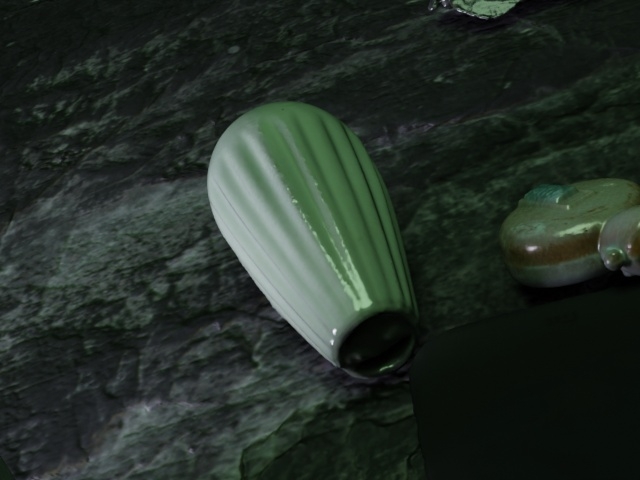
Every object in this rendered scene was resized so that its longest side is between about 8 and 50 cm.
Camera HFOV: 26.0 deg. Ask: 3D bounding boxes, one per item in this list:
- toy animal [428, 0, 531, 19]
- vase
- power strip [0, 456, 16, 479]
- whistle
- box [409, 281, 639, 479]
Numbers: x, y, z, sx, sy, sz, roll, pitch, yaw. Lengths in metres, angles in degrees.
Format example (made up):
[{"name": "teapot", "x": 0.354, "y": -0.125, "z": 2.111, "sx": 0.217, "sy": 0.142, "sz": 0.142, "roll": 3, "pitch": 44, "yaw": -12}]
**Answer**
[{"name": "toy animal", "x": 0.216, "y": -0.269, "z": 1.328, "sx": 0.233, "sy": 0.084, "sz": 0.148, "roll": -8, "pitch": 46, "yaw": 21}, {"name": "vase", "x": 0.000, "y": 0.000, "z": 1.003, "sx": 0.128, "sy": 0.128, "sz": 0.248, "roll": -25, "pitch": 40, "yaw": -3}, {"name": "power strip", "x": -0.251, "y": 0.170, "z": 0.798, "sx": 0.140, "sy": 0.224, "sz": 0.139, "roll": -26, "pitch": 32, "yaw": -4}, {"name": "whistle", "x": 0.193, "y": -0.005, "z": 0.909, "sx": 0.107, "sy": 0.057, "sz": 0.220, "roll": -27, "pitch": 17, "yaw": -23}, {"name": "box", "x": 0.162, "y": 0.098, "z": 0.822, "sx": 0.213, "sy": 0.042, "sz": 0.201, "roll": -17, "pitch": 32, "yaw": 7}]
